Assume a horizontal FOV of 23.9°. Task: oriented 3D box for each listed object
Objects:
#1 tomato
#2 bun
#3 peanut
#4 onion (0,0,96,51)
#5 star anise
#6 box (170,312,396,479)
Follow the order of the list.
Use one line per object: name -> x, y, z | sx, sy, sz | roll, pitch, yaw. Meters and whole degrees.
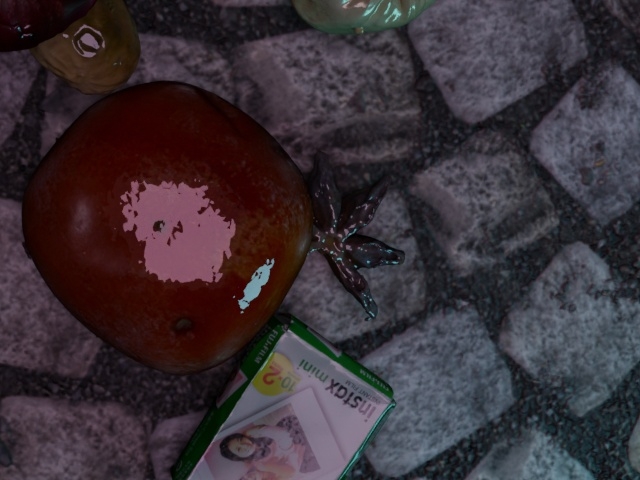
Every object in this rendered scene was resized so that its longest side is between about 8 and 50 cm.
tomato -> -0.173, -0.014, 1.663 | 0.338, 0.144, 0.338 | 0, 96, 0
bun -> 0.048, -0.342, 1.703 | 0.229, 0.145, 0.229 | -1, 94, -9
peanut -> -0.283, -0.269, 1.659 | 0.120, 0.110, 0.236 | -29, 99, 2
onion -> -0.344, -0.325, 1.530 | 0.272, 0.195, 0.272 | -4, 98, -36
star anise -> 0.009, -0.015, 1.770 | 0.208, 0.063, 0.172 | 22, 90, -13
box -> -0.048, 0.225, 1.766 | 0.180, 0.103, 0.250 | 34, 89, -14
